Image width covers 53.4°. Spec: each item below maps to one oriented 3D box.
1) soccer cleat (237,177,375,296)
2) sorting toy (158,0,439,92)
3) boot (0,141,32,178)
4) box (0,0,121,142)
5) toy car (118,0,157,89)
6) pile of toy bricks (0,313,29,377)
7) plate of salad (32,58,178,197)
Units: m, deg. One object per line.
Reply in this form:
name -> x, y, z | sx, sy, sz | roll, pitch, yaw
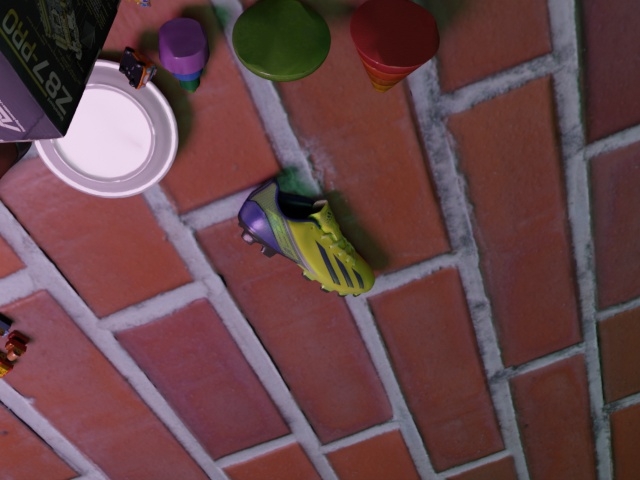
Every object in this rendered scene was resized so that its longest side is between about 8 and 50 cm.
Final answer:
soccer cleat -> 0.000, 0.000, 1.040 | 0.289, 0.093, 0.121 | 31, 108, -31
sorting toy -> -0.029, -0.240, 0.867 | 0.365, 0.127, 0.126 | -5, 157, -6
boot -> -0.496, -0.024, 0.775 | 0.264, 0.280, 0.096 | -32, 110, 17
box -> -0.293, -0.327, 0.521 | 0.097, 0.318, 0.395 | -3, 147, 10
toy car -> -0.221, -0.255, 0.806 | 0.040, 0.060, 0.122 | -6, 119, -47
pile of toy bricks -> -0.584, 0.174, 1.026 | 0.118, 0.105, 0.212 | -35, 126, 14
plate of salad -> -0.298, -0.153, 0.884 | 0.199, 0.048, 0.200 | -2, 118, -3
